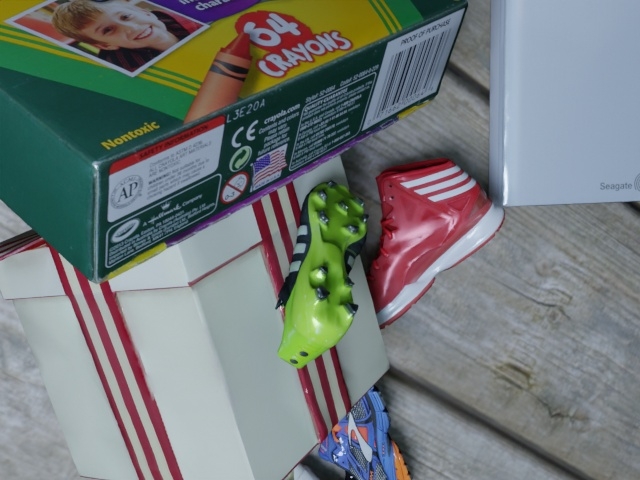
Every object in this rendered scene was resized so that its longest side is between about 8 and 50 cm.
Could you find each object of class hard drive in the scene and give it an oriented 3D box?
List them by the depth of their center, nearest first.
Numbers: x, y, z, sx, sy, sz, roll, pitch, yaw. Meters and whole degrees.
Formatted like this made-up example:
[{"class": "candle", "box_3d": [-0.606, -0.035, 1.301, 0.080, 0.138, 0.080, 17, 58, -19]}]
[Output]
[{"class": "hard drive", "box_3d": [0.311, -0.220, 0.927, 0.233, 0.047, 0.353, -3, 98, -17]}]

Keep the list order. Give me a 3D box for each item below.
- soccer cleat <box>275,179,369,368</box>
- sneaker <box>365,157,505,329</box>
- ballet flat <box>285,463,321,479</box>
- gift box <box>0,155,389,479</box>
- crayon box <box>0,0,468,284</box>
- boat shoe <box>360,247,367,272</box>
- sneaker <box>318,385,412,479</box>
[{"class": "soccer cleat", "box_3d": [-0.003, 0.018, 0.598, 0.060, 0.179, 0.072, 31, 124, -16]}, {"class": "sneaker", "box_3d": [0.075, -0.003, 0.841, 0.221, 0.087, 0.128, -41, 101, 7]}, {"class": "ballet flat", "box_3d": [-0.058, 0.271, 0.846, 0.248, 0.086, 0.086, 12, 93, -12]}, {"class": "gift box", "box_3d": [-0.128, 0.052, 0.689, 0.255, 0.276, 0.258, -36, 115, -56]}, {"class": "crayon box", "box_3d": [-0.120, -0.167, 0.600, 0.363, 0.313, 0.106, -33, 151, -39]}, {"class": "boat shoe", "box_3d": [0.001, -0.002, 0.856, 0.133, 0.042, 0.049, 38, 78, -32]}, {"class": "sneaker", "box_3d": [0.034, 0.210, 0.872, 0.087, 0.083, 0.221, -22, 101, -9]}]
